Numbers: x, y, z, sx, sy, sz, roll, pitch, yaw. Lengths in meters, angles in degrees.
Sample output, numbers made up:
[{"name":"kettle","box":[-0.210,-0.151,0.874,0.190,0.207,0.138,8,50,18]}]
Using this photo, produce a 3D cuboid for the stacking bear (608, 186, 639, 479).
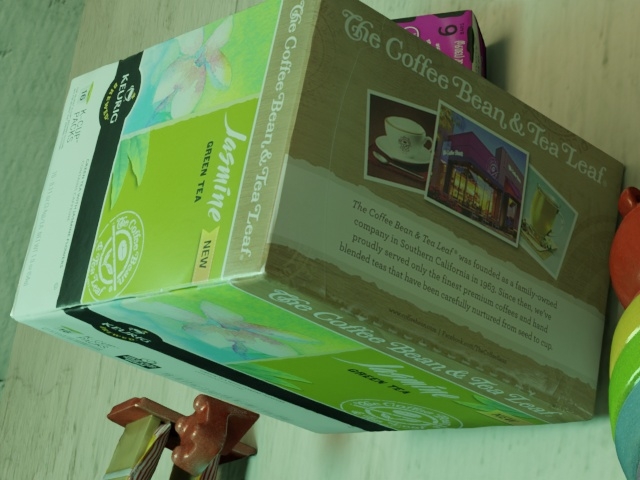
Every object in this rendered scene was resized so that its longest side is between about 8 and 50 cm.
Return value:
[{"name":"stacking bear","box":[0.246,0.071,0.830,0.164,0.175,0.289,-49,24,30]}]

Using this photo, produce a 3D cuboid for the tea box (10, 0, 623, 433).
[{"name":"tea box","box":[0.000,0.000,1.082,0.323,0.329,0.220,-13,60,48]}]

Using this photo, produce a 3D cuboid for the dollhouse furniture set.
[{"name":"dollhouse furniture set","box":[-0.133,0.270,1.451,0.374,0.152,0.201,-27,38,60]}]

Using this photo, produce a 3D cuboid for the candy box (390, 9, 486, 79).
[{"name":"candy box","box":[0.034,-0.120,1.308,0.233,0.071,0.159,-5,64,17]}]
